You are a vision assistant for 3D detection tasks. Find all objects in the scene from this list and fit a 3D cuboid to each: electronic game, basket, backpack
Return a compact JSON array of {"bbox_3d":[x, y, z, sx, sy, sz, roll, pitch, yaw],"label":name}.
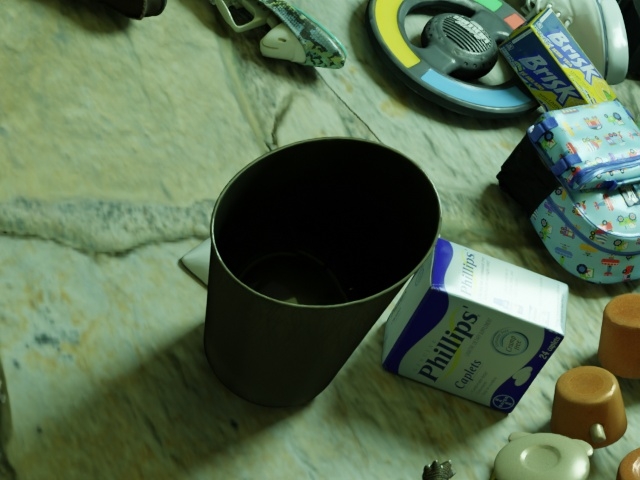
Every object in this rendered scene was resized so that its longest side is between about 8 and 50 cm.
[{"bbox_3d":[0.158,-0.221,2.155,0.229,0.048,0.229,15,42,-14],"label":"electronic game"},{"bbox_3d":[-0.017,0.039,1.642,0.204,0.227,0.154,-21,68,-24],"label":"basket"},{"bbox_3d":[0.292,-0.045,2.001,0.158,0.117,0.173,-7,55,-33],"label":"backpack"}]

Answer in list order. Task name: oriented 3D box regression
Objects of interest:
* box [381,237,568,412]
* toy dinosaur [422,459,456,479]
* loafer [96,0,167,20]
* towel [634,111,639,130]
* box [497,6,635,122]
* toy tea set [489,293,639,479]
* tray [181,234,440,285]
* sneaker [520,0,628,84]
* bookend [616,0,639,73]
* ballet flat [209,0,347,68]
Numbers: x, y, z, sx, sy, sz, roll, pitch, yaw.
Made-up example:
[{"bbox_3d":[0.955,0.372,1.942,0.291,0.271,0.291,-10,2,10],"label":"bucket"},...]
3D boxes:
[{"bbox_3d":[0.143,0.081,1.783,0.137,0.126,0.072,20,43,-9],"label":"box"},{"bbox_3d":[0.079,0.276,1.558,0.313,0.121,0.160,3,34,-32],"label":"toy dinosaur"},{"bbox_3d":[-0.260,-0.287,1.983,0.220,0.080,0.078,31,51,11],"label":"loafer"},{"bbox_3d":[0.499,-0.191,2.113,0.248,0.325,0.038,21,10,-17],"label":"towel"},{"bbox_3d":[0.274,-0.171,2.120,0.169,0.054,0.059,52,42,-7],"label":"box"},{"bbox_3d":[0.300,0.191,1.798,0.200,0.124,0.336,11,38,26],"label":"toy tea set"},{"bbox_3d":[0.000,0.000,1.860,0.145,0.030,0.270,39,42,14],"label":"tray"},{"bbox_3d":[0.285,-0.273,2.262,0.091,0.094,0.258,-10,47,-13],"label":"sneaker"},{"bbox_3d":[0.427,-0.207,2.269,0.156,0.072,0.157,8,46,-21],"label":"bookend"},{"bbox_3d":[-0.057,-0.233,2.050,0.188,0.070,0.070,41,43,17],"label":"ballet flat"}]
